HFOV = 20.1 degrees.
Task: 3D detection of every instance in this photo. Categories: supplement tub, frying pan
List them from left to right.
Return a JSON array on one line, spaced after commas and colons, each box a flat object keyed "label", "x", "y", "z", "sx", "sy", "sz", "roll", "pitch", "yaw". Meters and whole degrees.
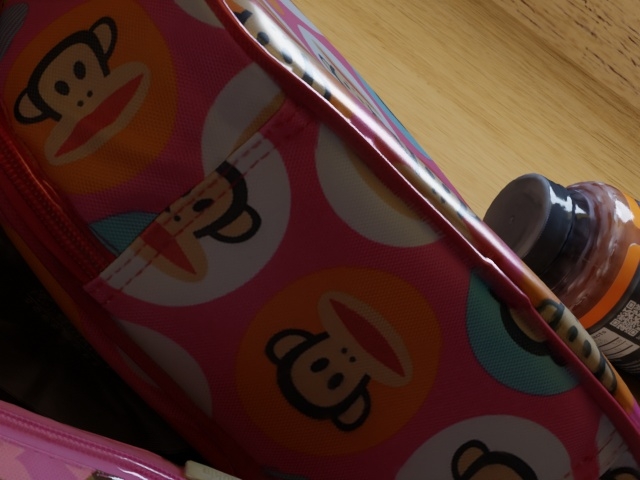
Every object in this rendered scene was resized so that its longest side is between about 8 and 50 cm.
[{"label": "frying pan", "x": -0.060, "y": 0.060, "z": 0.685, "sx": 0.326, "sy": 0.053, "sz": 0.197, "roll": 14, "pitch": 29, "yaw": -47}, {"label": "supplement tub", "x": 0.199, "y": 0.027, "z": 1.187, "sx": 0.198, "sy": 0.106, "sz": 0.106, "roll": 28, "pitch": 18, "yaw": -26}]

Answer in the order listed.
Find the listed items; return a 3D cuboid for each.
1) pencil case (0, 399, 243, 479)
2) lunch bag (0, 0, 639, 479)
[{"label": "pencil case", "x": -0.088, "y": 0.082, "z": 0.461, "sx": 0.209, "sy": 0.098, "sz": 0.095, "roll": 25, "pitch": 11, "yaw": -32}, {"label": "lunch bag", "x": 0.000, "y": 0.000, "z": 0.671, "sx": 0.293, "sy": 0.120, "sz": 0.258, "roll": 47, "pitch": 9, "yaw": -20}]
